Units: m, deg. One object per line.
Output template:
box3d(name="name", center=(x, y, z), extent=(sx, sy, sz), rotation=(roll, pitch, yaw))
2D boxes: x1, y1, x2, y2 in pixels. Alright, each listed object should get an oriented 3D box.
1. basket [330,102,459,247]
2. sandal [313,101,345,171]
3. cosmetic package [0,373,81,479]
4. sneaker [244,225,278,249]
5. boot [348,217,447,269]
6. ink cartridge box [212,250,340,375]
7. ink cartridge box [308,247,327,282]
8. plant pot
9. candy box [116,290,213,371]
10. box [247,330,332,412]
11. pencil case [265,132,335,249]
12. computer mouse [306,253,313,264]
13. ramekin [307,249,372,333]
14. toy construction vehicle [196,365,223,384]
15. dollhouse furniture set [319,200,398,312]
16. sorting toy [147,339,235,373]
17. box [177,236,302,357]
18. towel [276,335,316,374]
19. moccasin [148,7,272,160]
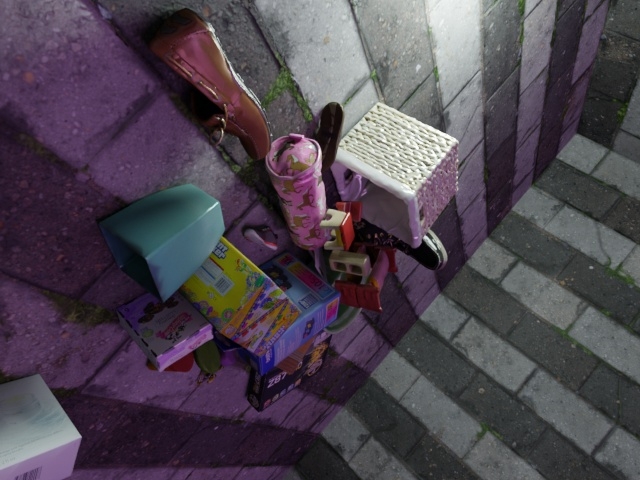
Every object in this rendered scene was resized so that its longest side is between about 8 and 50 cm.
box3d(name="basket", center=(0.241, -0.209, 1.676), extent=(0.266, 0.331, 0.328), rotation=(-51, 153, -14))
box3d(name="sandal", center=(0.020, -0.299, 1.513), extent=(0.060, 0.090, 0.219), rotation=(-45, 154, -63))
box3d(name="cosmetic package", center=(-0.703, 0.445, 1.154), extent=(0.224, 0.225, 0.138), rotation=(-9, 128, -52))
box3d(name="sneaker", center=(-0.178, -0.020, 1.577), extent=(0.158, 0.061, 0.064), rotation=(39, 63, -63))
box3d(name="boot", center=(0.250, 0.001, 1.891), extent=(0.284, 0.377, 0.138), rotation=(-19, 146, -38))
box3d(name="ink cartridge box", center=(-0.169, 0.235, 1.642), extent=(0.396, 0.270, 0.151), rotation=(-33, 144, -31))
box3d(name="ink cartridge box", center=(-0.023, 0.051, 1.739), extent=(0.045, 0.179, 0.145), rotation=(-14, 144, 11))
box3d(name="plant pot", center=(-0.348, -0.016, 1.210), extent=(0.234, 0.166, 0.165), rotation=(-44, 152, -30))
box3d(name="candy box", center=(-0.405, 0.217, 1.353), extent=(0.165, 0.196, 0.070), rotation=(-31, 146, -34))
box3d(name="box", center=(-0.125, 0.519, 2.228), extent=(0.395, 0.097, 0.318), rotation=(-23, 137, -41))
box3d(name="pencil case", center=(-0.049, -0.132, 1.507), extent=(0.160, 0.167, 0.386), rotation=(-26, 149, -6))
box3d(name="computer mouse", center=(0.000, 0.000, 1.858), extent=(0.071, 0.041, 0.242), rotation=(-24, 142, -42))
box3d(name="ramekin", center=(0.047, 0.180, 1.923), extent=(0.303, 0.148, 0.303), rotation=(-34, 137, -38))
box3d(name="toy construction vehicle", center=(-0.392, 0.470, 1.852), extent=(0.098, 0.035, 0.086), rotation=(-55, 163, 13))
box3d(name="dollhouse furniture set", center=(0.132, 0.029, 1.620), extent=(0.374, 0.152, 0.201), rotation=(76, 32, -44))
box3d(name="sorting toy", center=(-0.420, 0.385, 1.666), extent=(0.126, 0.127, 0.365), rotation=(-26, 159, 15))
box3d(name="box", center=(-0.242, 0.131, 1.392), extent=(0.177, 0.290, 0.279), rotation=(-47, 152, -9))
box3d(name="towel", center=(-0.081, 0.326, 2.018), extent=(0.370, 0.040, 0.271), rotation=(-57, 143, -11))
box3d(name="moccasin", center=(-0.218, -0.290, 1.090), extent=(0.147, 0.139, 0.380), rotation=(-46, 151, -7))
